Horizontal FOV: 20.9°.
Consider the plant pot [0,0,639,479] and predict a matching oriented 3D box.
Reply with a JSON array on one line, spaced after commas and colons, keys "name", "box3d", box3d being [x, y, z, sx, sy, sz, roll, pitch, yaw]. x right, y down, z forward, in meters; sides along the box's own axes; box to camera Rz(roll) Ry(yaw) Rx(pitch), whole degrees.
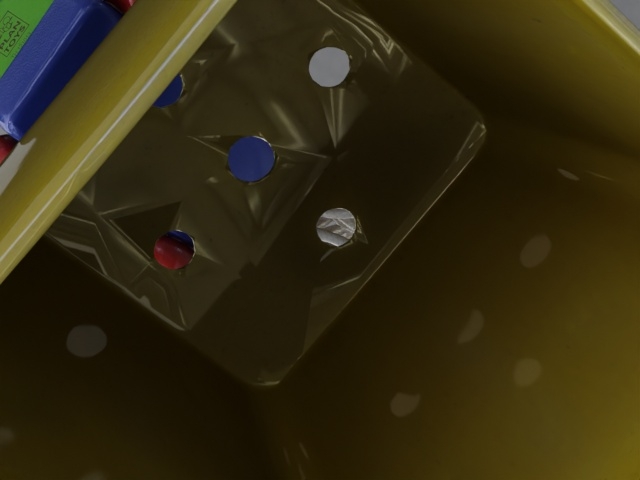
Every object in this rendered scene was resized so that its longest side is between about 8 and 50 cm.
[{"name": "plant pot", "box3d": [0.000, 0.000, 0.557, 0.212, 0.212, 0.187, 38, -175, -24]}]

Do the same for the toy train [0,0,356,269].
[{"name": "toy train", "box3d": [-0.075, -0.048, 0.787, 0.143, 0.105, 0.248, 35, 180, 40]}]
